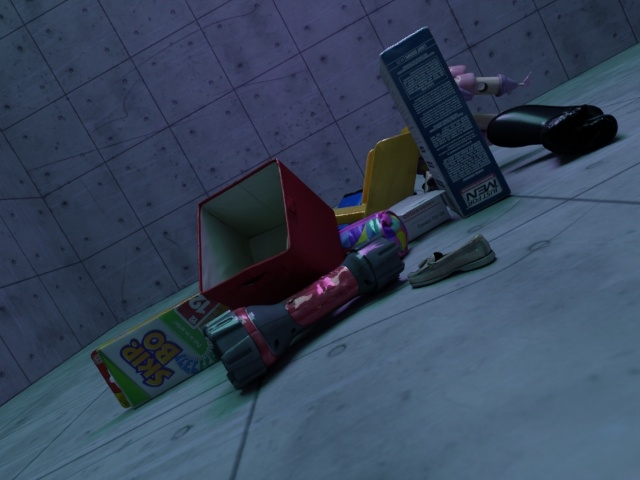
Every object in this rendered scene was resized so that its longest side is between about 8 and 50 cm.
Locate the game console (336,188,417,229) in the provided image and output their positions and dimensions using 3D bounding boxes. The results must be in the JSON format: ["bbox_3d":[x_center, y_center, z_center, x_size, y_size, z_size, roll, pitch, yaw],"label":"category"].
[{"bbox_3d":[0.172,-0.097,1.663,0.250,0.173,0.293,-61,11,-6],"label":"game console"}]

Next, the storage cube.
[{"bbox_3d":[-0.081,0.010,0.811,0.183,0.215,0.193,-26,-38,21],"label":"storage cube"}]

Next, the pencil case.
[{"bbox_3d":[0.054,0.021,0.904,0.236,0.105,0.104,-23,8,33],"label":"pencil case"}]

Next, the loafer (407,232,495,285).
[{"bbox_3d":[0.169,0.026,0.622,0.125,0.039,0.045,-24,8,35],"label":"loafer"}]

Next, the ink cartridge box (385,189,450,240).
[{"bbox_3d":[0.194,-0.048,0.986,0.115,0.067,0.198,-30,5,-8],"label":"ink cartridge box"}]

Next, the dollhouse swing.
[{"bbox_3d":[0.096,-0.177,1.316,0.304,0.316,0.347,7,9,3],"label":"dollhouse swing"}]

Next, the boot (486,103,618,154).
[{"bbox_3d":[0.466,-0.234,0.963,0.246,0.094,0.207,1,18,26],"label":"boot"}]

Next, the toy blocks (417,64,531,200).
[{"bbox_3d":[0.388,-0.282,1.184,0.259,0.289,0.309,2,27,2],"label":"toy blocks"}]

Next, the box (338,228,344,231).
[{"bbox_3d":[0.000,0.000,1.104,0.220,0.051,0.175,-1,0,-12],"label":"box"}]

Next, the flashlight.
[{"bbox_3d":[-0.013,0.088,0.665,0.304,0.103,0.103,-30,33,-19],"label":"flashlight"}]

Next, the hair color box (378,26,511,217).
[{"bbox_3d":[0.242,-0.230,0.935,0.105,0.348,0.174,-28,7,11],"label":"hair color box"}]

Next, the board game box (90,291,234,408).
[{"bbox_3d":[-0.266,0.189,0.820,0.259,0.124,0.039,-29,7,-3],"label":"board game box"}]
